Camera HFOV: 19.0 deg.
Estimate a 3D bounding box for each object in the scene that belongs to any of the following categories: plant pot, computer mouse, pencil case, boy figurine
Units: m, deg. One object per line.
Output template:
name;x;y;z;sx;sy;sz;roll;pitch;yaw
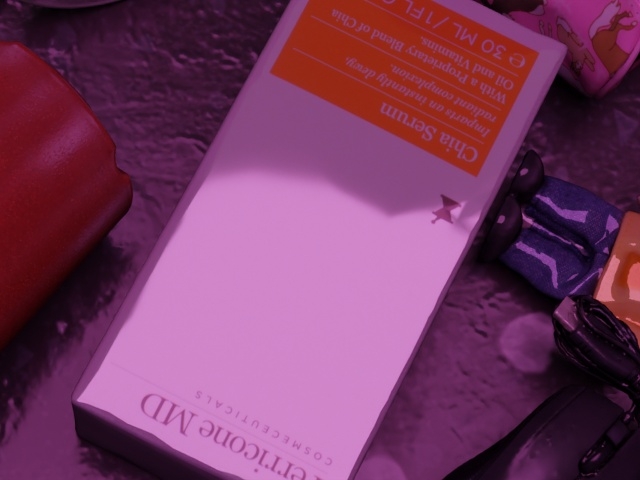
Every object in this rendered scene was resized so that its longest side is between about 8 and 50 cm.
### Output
plant pot;-0.309;-0.015;1.513;0.272;0.272;0.265;42;67;7
computer mouse;0.187;0.193;1.552;0.272;0.072;0.188;-45;96;-1
pencil case;0.149;-0.297;1.661;0.386;0.160;0.167;41;119;5
boy figurine;0.276;0.040;1.630;0.285;0.092;0.177;29;71;6

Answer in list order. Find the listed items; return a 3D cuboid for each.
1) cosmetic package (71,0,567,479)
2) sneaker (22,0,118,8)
cosmetic package;0.000;0.000;1.577;0.230;0.161;0.453;26;74;2
sneaker;-0.160;-0.312;1.686;0.296;0.104;0.147;-26;76;-18
